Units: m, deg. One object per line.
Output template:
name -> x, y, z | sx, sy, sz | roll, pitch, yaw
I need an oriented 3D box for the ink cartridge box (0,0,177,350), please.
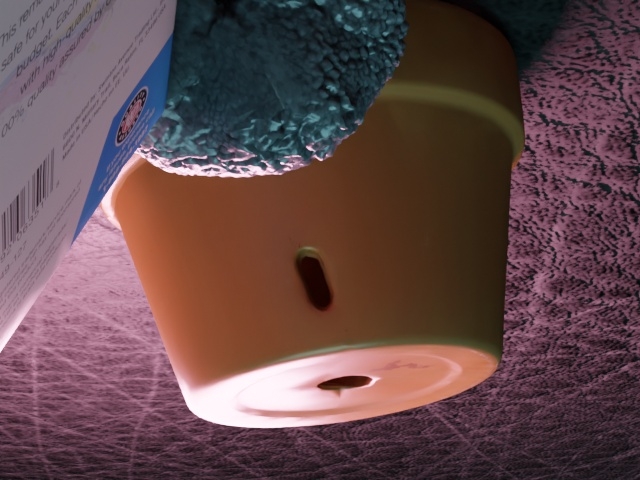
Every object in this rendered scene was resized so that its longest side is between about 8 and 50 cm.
ink cartridge box -> -0.150, -0.097, 0.443 | 0.168, 0.171, 0.232 | 24, 142, 6

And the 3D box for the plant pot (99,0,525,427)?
plant pot -> 0.000, 0.000, 0.897 | 0.291, 0.203, 0.291 | -7, 161, -2

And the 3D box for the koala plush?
koala plush -> -0.040, -0.129, 0.680 | 0.196, 0.203, 0.221 | -28, -179, 8
